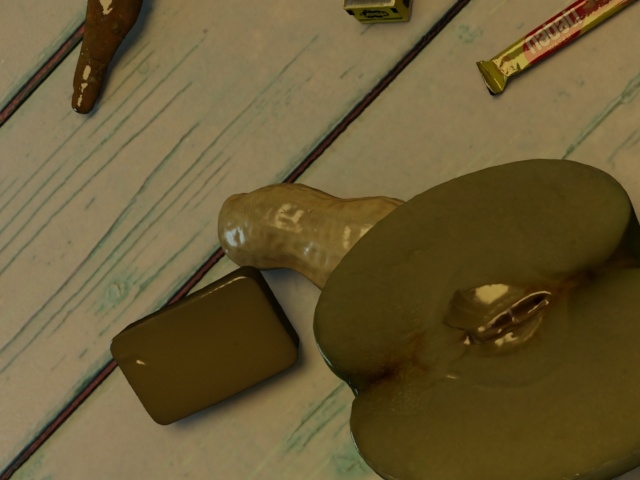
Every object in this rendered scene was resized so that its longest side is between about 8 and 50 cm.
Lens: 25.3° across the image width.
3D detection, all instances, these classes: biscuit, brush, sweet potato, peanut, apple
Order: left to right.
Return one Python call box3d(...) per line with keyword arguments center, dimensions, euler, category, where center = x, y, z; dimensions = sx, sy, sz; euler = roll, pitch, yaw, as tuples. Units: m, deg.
box3d(center=(-0.272, -0.335, 1.867), dimensions=(0.108, 0.079, 0.346), euler=(-15, 66, 50), category="sweet potato")
box3d(center=(-0.130, 0.120, 1.632), dimensions=(0.197, 0.059, 0.123), euler=(-26, 100, 15), category="brush")
box3d(center=(0.000, 0.000, 1.619), dimensions=(0.274, 0.111, 0.125), euler=(10, 113, 31), category="peanut")
box3d(center=(0.180, 0.093, 1.387), dimensions=(0.360, 0.320, 0.311), euler=(-25, 93, -4), category="apple")
box3d(center=(0.306, -0.260, 1.608), dimensions=(0.292, 0.026, 0.048), euler=(-33, 83, 11), category="biscuit")

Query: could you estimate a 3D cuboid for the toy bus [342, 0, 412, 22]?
box3d(center=(0.081, -0.376, 1.719), dimensions=(0.081, 0.074, 0.226), euler=(-1, 74, 25), category="toy bus")
